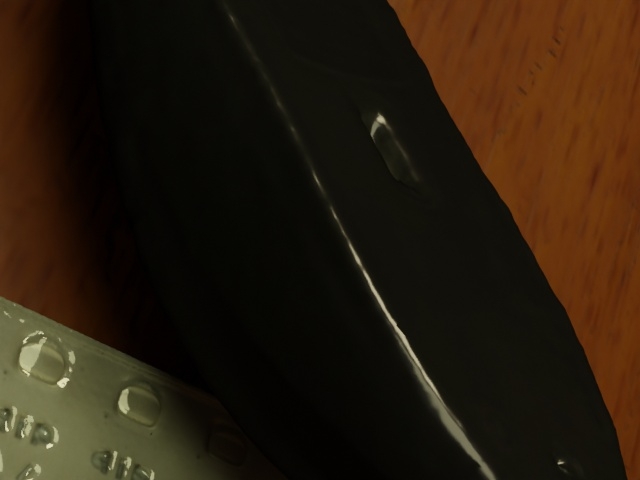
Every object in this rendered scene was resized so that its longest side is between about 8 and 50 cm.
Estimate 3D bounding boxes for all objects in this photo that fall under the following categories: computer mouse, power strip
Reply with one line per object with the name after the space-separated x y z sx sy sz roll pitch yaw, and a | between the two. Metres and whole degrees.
0.000 0.000 0.463 0.137 0.086 0.270 3 56 -57 | computer mouse
-0.052 0.076 0.447 0.252 0.027 0.060 29 62 -32 | power strip
